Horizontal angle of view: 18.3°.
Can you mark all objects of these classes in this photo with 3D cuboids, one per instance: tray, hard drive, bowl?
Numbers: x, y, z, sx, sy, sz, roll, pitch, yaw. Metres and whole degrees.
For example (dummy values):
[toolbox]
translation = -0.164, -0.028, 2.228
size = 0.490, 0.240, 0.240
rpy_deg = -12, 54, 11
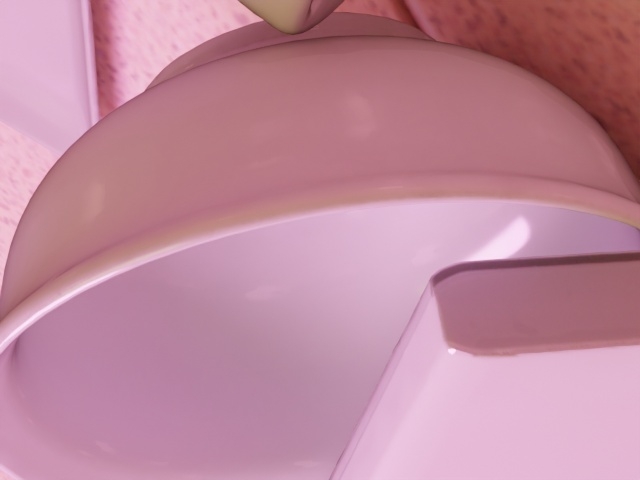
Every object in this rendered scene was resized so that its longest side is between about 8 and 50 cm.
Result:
[tray]
translation = -0.161, -0.152, 0.958
size = 0.145, 0.030, 0.270
rpy_deg = 31, 149, 18
[hard drive]
translation = 0.109, 0.093, 0.838
size = 0.307, 0.203, 0.040
rpy_deg = 111, 152, -58
[bowl]
translation = 0.000, 0.000, 0.812
size = 0.298, 0.134, 0.298
rpy_deg = -8, 153, -4

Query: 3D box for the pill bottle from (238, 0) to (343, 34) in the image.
[pill bottle]
translation = -0.050, -0.172, 0.723
size = 0.187, 0.112, 0.112
rpy_deg = 38, 150, 5
